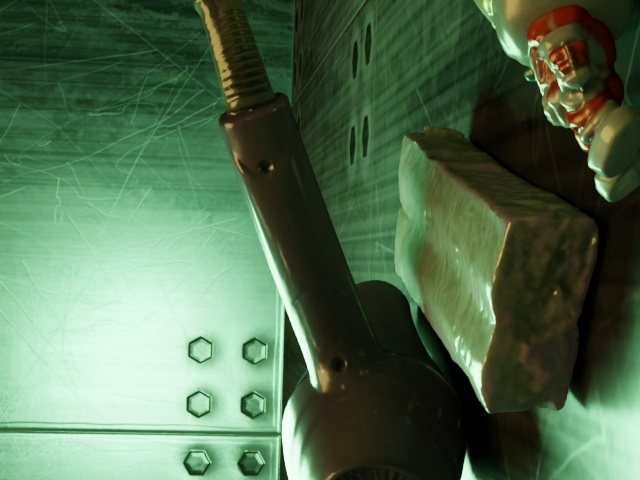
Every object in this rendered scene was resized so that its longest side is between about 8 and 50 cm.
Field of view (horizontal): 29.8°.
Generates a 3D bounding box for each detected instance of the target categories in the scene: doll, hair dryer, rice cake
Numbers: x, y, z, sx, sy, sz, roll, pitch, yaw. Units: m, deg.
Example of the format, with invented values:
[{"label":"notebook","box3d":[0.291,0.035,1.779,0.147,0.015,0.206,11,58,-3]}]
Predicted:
[{"label":"doll","box3d":[0.104,-0.101,0.506,0.094,0.079,0.180,43,-147,-54]},{"label":"hair dryer","box3d":[0.000,0.000,0.798,0.301,0.121,0.361,-85,-23,-70]},{"label":"rice cake","box3d":[0.086,0.006,0.689,0.298,0.050,0.106,-114,26,-75]}]
